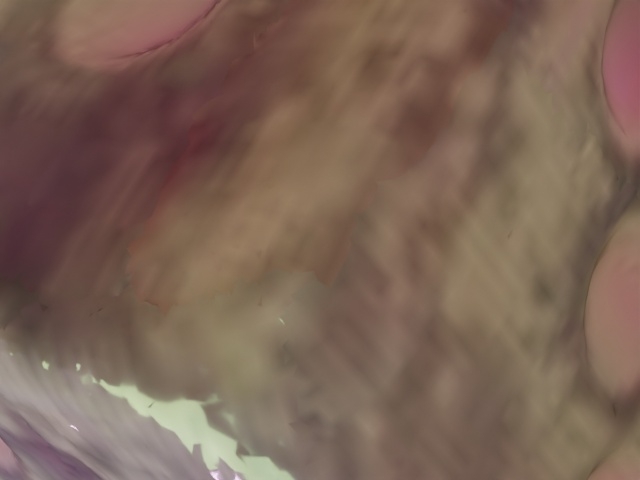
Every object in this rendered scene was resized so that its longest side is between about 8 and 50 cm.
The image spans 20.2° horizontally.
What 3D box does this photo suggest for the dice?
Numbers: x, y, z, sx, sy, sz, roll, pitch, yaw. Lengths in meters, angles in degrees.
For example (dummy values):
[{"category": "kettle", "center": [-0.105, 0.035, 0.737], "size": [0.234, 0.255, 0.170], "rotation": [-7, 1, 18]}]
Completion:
[{"category": "dice", "center": [0.000, 0.000, 0.677], "size": [0.270, 0.270, 0.271], "rotation": [13, 151, 39]}]
